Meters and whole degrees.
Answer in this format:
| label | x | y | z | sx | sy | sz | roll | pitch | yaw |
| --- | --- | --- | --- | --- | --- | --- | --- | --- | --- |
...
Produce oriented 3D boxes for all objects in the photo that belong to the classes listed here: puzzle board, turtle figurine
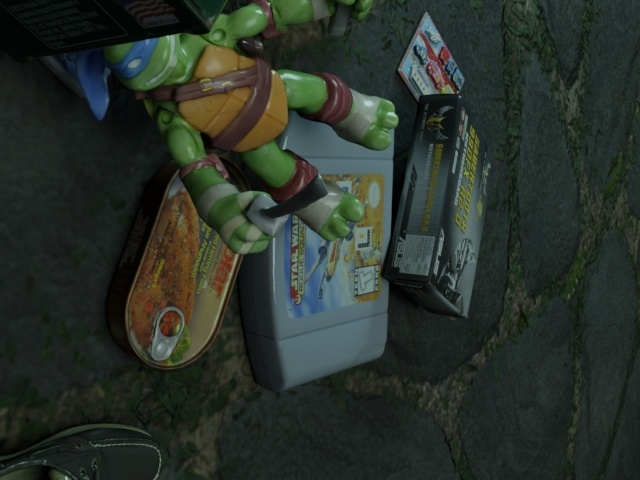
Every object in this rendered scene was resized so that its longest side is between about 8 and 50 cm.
| label | x | y | z | sx | sy | sz | roll | pitch | yaw |
| --- | --- | --- | --- | --- | --- | --- | --- | --- | --- |
| puzzle board | 0.147 | -0.214 | 0.919 | 0.128 | 0.011 | 0.096 | 45 | 62 | -43 |
| turtle figurine | -0.006 | -0.085 | 0.519 | 0.266 | 0.274 | 0.198 | 22 | 57 | -60 |

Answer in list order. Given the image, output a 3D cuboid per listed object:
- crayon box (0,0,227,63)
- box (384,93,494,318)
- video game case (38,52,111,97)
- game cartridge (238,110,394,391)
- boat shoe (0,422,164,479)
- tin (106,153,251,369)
| label | x | y | z | sx | sy | sz | roll | pitch | yaw |
| --- | --- | --- | --- | --- | --- | --- | --- | --- | --- |
| crayon box | -0.091 | -0.267 | 0.449 | 0.081 | 0.202 | 0.318 | 45 | 60 | -43 |
| box | 0.154 | -0.036 | 0.878 | 0.183 | 0.056 | 0.231 | 37 | 62 | -58 |
| video game case | -0.182 | -0.240 | 0.518 | 0.183 | 0.023 | 0.201 | 49 | 58 | -42 |
| game cartridge | 0.000 | 0.000 | 0.746 | 0.198 | 0.062 | 0.297 | -9 | 102 | -53 |
| boat shoe | -0.200 | 0.187 | 0.517 | 0.223 | 0.073 | 0.080 | 7 | 90 | -50 |
| tin | -0.119 | 0.016 | 0.619 | 0.106 | 0.040 | 0.190 | 29 | 73 | -44 |
